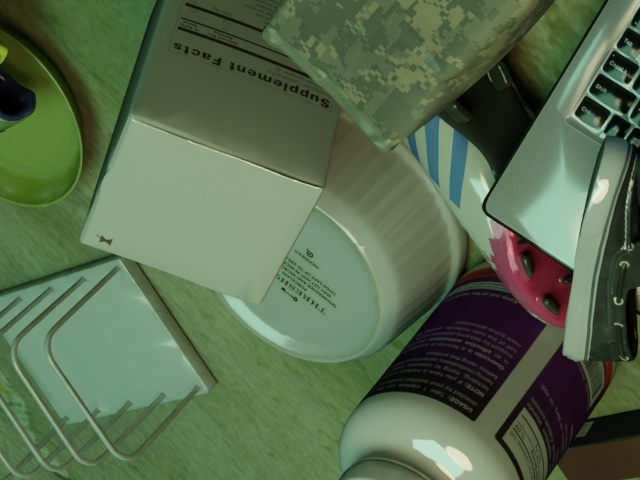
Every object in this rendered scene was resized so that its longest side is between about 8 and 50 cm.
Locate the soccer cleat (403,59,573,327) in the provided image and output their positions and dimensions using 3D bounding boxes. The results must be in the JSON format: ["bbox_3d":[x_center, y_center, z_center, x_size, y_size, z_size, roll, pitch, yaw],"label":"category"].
[{"bbox_3d":[0.154,-0.071,1.700,0.331,0.116,0.143,60,161,-19],"label":"soccer cleat"}]

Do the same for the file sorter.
[{"bbox_3d":[-0.307,0.162,2.178,0.277,0.173,0.193,-16,112,44],"label":"file sorter"}]

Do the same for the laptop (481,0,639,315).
[{"bbox_3d":[0.356,-0.070,1.425,0.382,0.236,0.408,34,109,10],"label":"laptop"}]

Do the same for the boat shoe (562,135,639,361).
[{"bbox_3d":[0.246,0.015,1.514,0.076,0.080,0.228,10,128,9],"label":"boat shoe"}]

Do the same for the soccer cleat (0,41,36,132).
[{"bbox_3d":[-0.386,-0.210,1.895,0.121,0.093,0.289,-9,145,17],"label":"soccer cleat"}]

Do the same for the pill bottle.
[{"bbox_3d":[0.137,0.169,1.734,0.181,0.323,0.181,20,133,23],"label":"pill bottle"}]

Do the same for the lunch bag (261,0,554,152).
[{"bbox_3d":[0.125,-0.243,1.439,0.169,0.287,0.235,45,136,2],"label":"lunch bag"}]

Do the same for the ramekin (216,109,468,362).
[{"bbox_3d":[0.000,0.000,1.847,0.273,0.127,0.273,20,133,23],"label":"ramekin"}]

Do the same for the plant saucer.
[{"bbox_3d":[-0.351,-0.148,2.058,0.241,0.037,0.241,21,134,23],"label":"plant saucer"}]

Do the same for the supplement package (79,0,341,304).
[{"bbox_3d":[-0.080,-0.125,1.652,0.175,0.293,0.177,20,139,-9],"label":"supplement package"}]

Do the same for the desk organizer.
[{"bbox_3d":[0.295,0.206,1.853,0.130,0.047,0.050,-18,114,44],"label":"desk organizer"}]
